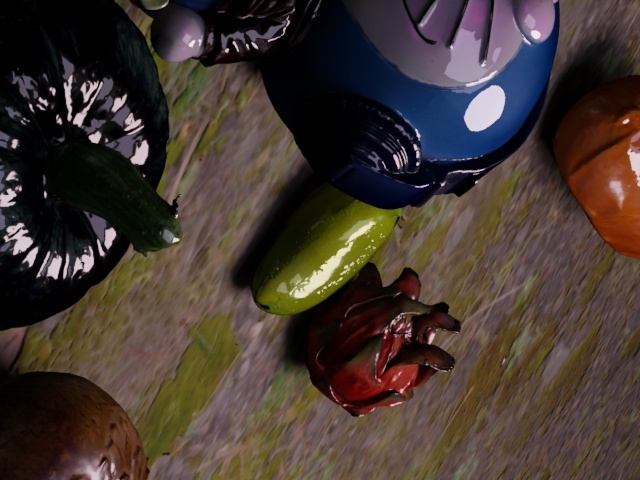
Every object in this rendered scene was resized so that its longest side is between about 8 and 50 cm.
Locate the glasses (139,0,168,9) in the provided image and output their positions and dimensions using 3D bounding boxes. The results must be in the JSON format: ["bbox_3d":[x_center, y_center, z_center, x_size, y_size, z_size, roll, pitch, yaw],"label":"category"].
[{"bbox_3d":[-0.159,-0.240,1.161,0.102,0.207,0.239,-20,144,6],"label":"glasses"}]

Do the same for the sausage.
[{"bbox_3d":[0.339,-0.078,2.017,0.141,0.153,0.268,-31,152,10],"label":"sausage"}]

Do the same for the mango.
[{"bbox_3d":[0.000,0.000,1.676,0.165,0.074,0.091,-38,150,-12],"label":"mango"}]

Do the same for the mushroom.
[{"bbox_3d":[-0.247,0.230,1.423,0.278,0.163,0.297,-11,134,-50],"label":"mushroom"}]

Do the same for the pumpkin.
[{"bbox_3d":[-0.183,-0.053,1.190,0.248,0.248,0.248,-36,143,-34],"label":"pumpkin"}]

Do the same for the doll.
[{"bbox_3d":[0.030,-0.170,1.313,0.240,0.310,0.284,-37,-143,53],"label":"doll"}]

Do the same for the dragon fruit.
[{"bbox_3d":[0.053,0.100,1.784,0.142,0.130,0.121,-60,-171,17],"label":"dragon fruit"}]
